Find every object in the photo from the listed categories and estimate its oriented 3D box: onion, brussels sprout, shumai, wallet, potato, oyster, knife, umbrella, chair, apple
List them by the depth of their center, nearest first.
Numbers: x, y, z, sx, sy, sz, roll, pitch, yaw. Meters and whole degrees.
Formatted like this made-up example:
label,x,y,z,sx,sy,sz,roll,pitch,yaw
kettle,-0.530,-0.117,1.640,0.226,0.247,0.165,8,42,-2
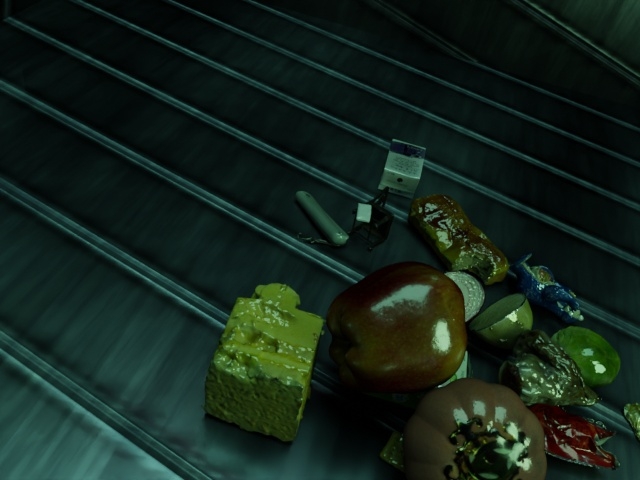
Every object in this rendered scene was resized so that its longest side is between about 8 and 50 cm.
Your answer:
label,x,y,z,sx,sy,sz,roll,pitch,yaw
apple,0.176,0.199,1.349,0.317,0.288,0.288,-16,47,-15
shumai,0.549,0.357,1.534,0.218,0.185,0.184,52,-1,-10
oyster,0.841,0.477,1.569,0.121,0.045,0.146,20,37,30
brussels sprout,0.705,0.314,1.633,0.180,0.144,0.161,13,54,36
potato,0.517,0.238,1.680,0.117,0.182,0.202,54,7,1
onion,0.354,0.196,1.686,0.195,0.140,0.218,-8,81,-23
wallet,0.134,-0.087,1.871,0.044,0.011,0.083,12,39,0
umbrella,-0.001,0.005,1.885,0.148,0.022,0.022,16,2,-11
knife,0.005,-0.074,1.954,0.073,0.041,0.265,0,37,-41
chair,0.193,-0.079,1.969,0.113,0.106,0.229,34,45,23

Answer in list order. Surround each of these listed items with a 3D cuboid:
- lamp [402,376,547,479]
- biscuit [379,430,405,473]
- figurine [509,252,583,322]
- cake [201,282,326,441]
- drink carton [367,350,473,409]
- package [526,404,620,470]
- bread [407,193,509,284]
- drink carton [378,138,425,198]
label,x,y,z,sx,sy,sz,roll,pitch,yaw
lamp,0.319,0.443,1.290,0.305,0.305,0.239,13,-5,-1
biscuit,0.185,0.482,1.379,0.081,0.018,0.083,29,41,18
figurine,0.676,0.156,1.840,0.262,0.121,0.164,49,15,25
cake,-0.112,0.261,1.387,0.222,0.227,0.286,17,40,5
drink carton,0.230,0.320,1.511,0.271,0.108,0.161,17,40,3
package,0.587,0.463,1.483,0.269,0.071,0.194,20,25,13
bread,0.435,-0.005,1.955,0.185,0.109,0.380,-11,47,-28
drink carton,0.300,-0.264,2.223,0.134,0.102,0.222,18,40,2
